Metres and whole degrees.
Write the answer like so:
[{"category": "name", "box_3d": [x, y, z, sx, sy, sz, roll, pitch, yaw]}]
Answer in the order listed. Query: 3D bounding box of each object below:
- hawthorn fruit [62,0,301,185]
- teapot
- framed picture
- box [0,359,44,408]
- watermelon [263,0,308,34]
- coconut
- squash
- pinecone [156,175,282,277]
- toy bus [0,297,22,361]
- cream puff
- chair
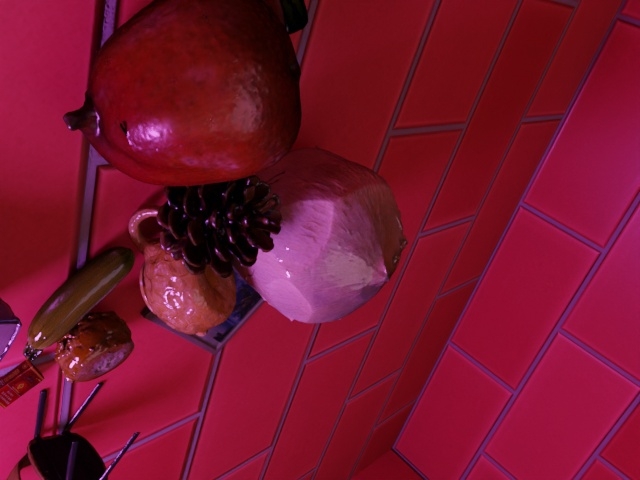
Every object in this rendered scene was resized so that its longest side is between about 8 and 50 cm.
[{"category": "hawthorn fruit", "box_3d": [-0.173, -0.205, 0.841, 0.311, 0.295, 0.295, -29, 151, 9]}, {"category": "teapot", "box_3d": [-0.271, 0.068, 1.113, 0.166, 0.203, 0.311, -14, 126, 14]}, {"category": "framed picture", "box_3d": [-0.237, 0.132, 1.345, 0.232, 0.024, 0.315, -48, 149, -6]}, {"category": "box", "box_3d": [-0.542, 0.255, 1.055, 0.082, 0.023, 0.052, -38, 148, -23]}, {"category": "watermelon", "box_3d": [-0.069, -0.388, 0.999, 0.094, 0.125, 0.135, -31, 177, 22]}, {"category": "coconut", "box_3d": [0.000, 0.000, 1.200, 0.346, 0.360, 0.346, -32, 142, -29]}, {"category": "squash", "box_3d": [-0.421, 0.102, 1.016, 0.252, 0.066, 0.066, -47, 149, -11]}, {"category": "pinecone", "box_3d": [-0.159, -0.039, 0.981, 0.207, 0.207, 0.208, -34, 145, -28]}, {"category": "toy bus", "box_3d": [-0.566, 0.104, 0.759, 0.112, 0.138, 0.317, -53, 151, 11]}, {"category": "cream puff", "box_3d": [-0.415, 0.188, 1.081, 0.143, 0.103, 0.126, -22, 151, -41]}, {"category": "chair", "box_3d": [-0.505, 0.429, 1.156, 0.172, 0.158, 0.247, 9, 113, -53]}]
